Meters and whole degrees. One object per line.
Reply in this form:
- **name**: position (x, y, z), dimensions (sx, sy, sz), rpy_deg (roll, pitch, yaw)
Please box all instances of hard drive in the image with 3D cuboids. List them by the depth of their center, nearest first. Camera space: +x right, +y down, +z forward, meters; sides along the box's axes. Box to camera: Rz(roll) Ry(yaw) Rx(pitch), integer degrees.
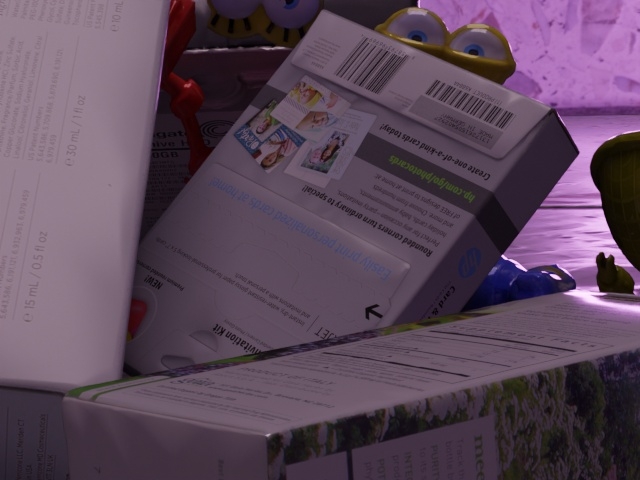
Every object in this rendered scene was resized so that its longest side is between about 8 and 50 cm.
- **hard drive**: position (-0.055, -0.054, 1.198), dimensions (0.237, 0.064, 0.339), rpy_deg (-2, -26, 1)

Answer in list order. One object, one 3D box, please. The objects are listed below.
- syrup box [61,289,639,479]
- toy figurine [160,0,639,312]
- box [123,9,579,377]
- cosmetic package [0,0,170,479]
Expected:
- **syrup box**: position (0.044, 0.078, 0.609), dimensions (0.237, 0.093, 0.096), rpy_deg (-9, 9, -43)
- **toy figurine**: position (0.049, 0.035, 0.946), dimensions (0.362, 0.191, 0.217), rpy_deg (19, 50, 9)
- **box**: position (0.000, 0.000, 0.835), dimensions (0.145, 0.186, 0.038), rpy_deg (28, -16, 41)
- **cosmetic package**: position (-0.211, -0.072, 0.838), dimensions (0.284, 0.097, 0.377), rpy_deg (9, 49, -6)
